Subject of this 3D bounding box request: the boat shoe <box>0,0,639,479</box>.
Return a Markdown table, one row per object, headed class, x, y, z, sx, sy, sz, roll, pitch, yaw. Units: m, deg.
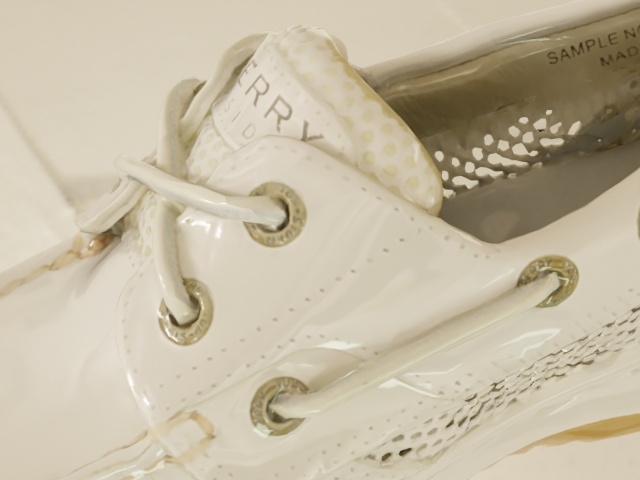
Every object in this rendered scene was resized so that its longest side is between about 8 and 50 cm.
| class | x | y | z | sx | sy | sz | roll | pitch | yaw |
| --- | --- | --- | --- | --- | --- | --- | --- | --- | --- |
| boat shoe | 0.000 | 0.000 | 0.361 | 0.277 | 0.096 | 0.098 | -22 | -141 | -12 |
